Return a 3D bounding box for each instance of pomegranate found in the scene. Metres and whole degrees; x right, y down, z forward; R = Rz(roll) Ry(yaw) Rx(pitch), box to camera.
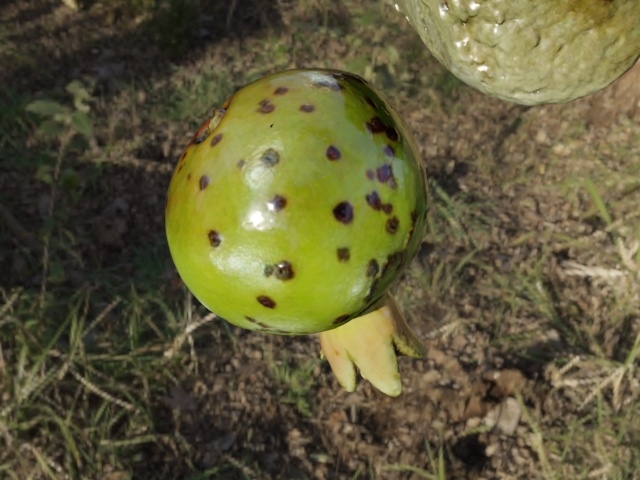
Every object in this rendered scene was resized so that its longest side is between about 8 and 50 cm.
[{"bbox_3d":[0.004,-0.016,0.783,0.231,0.286,0.231,-18,53,26],"label":"pomegranate"}]

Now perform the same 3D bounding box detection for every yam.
[{"bbox_3d":[0.155,-0.241,0.774,0.195,0.195,0.300,-1,26,-8],"label":"yam"}]
